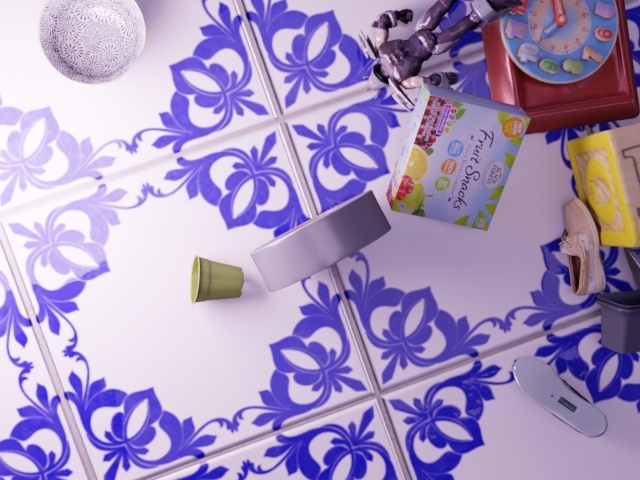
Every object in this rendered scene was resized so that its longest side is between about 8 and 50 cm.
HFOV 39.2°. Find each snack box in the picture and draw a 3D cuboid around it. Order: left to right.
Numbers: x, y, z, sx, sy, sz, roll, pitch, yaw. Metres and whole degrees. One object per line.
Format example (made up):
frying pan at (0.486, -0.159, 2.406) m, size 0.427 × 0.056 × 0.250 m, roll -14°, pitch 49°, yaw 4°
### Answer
snack box at (0.221, -0.134, 1.469) m, size 0.175 × 0.070 × 0.207 m, roll 12°, pitch 116°, yaw -11°

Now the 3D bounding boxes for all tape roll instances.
tape roll at (0.000, 0.000, 1.423) m, size 0.219 × 0.219 × 0.072 m, roll -28°, pitch 94°, yaw -3°

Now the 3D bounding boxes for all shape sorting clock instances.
shape sorting clock at (0.397, -0.363, 1.490) m, size 0.206 × 0.040 × 0.206 m, roll 0°, pitch 92°, yaw -4°

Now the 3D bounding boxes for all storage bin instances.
storage bin at (0.542, 0.140, 1.526) m, size 0.135 × 0.098 × 0.091 m, roll -5°, pitch 102°, yaw -23°

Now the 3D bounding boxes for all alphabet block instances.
alphabet block at (0.549, -0.103, 1.482) m, size 0.197 × 0.192 × 0.193 m, roll -14°, pitch 91°, yaw -5°

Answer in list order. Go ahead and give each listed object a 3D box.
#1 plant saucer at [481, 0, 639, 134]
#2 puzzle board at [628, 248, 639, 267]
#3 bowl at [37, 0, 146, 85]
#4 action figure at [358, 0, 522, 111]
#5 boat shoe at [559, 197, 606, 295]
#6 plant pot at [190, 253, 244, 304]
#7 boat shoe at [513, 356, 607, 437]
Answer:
plant saucer at (0.414, -0.321, 1.536) m, size 0.259 × 0.048 × 0.258 m, roll -9°, pitch 92°, yaw -5°
puzzle board at (0.592, 0.061, 1.527) m, size 0.096 × 0.011 × 0.128 m, roll -7°, pitch 51°, yaw -23°
bowl at (-0.363, -0.329, 1.457) m, size 0.170 × 0.080 × 0.170 m, roll 0°, pitch 91°, yaw -4°
action figure at (0.182, -0.331, 1.471) m, size 0.285 × 0.099 × 0.185 m, roll -38°, pitch 86°, yaw 23°
boat shoe at (0.440, 0.014, 1.537) m, size 0.059 × 0.063 × 0.170 m, roll -16°, pitch 93°, yaw -10°
plant pot at (-0.170, 0.066, 1.488) m, size 0.079 × 0.083 × 0.083 m, roll 4°, pitch 91°, yaw -17°
boat shoe at (0.409, 0.274, 1.545) m, size 0.183 × 0.083 × 0.065 m, roll 40°, pitch 87°, yaw 23°
